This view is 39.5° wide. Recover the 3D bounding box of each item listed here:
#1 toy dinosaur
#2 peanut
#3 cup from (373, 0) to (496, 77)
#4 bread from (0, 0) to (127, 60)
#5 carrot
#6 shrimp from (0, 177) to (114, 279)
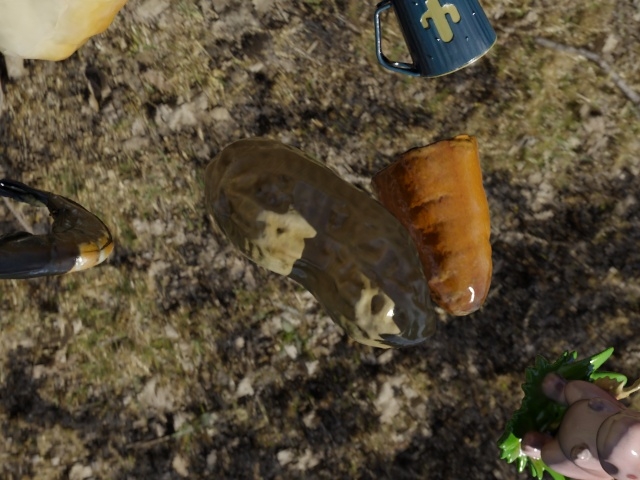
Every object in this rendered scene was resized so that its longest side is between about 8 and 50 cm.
[{"bbox_3d":[0.274,0.172,0.826,0.194,0.177,0.152,40,75,-36],"label":"toy dinosaur"},{"bbox_3d":[0.000,0.000,0.992,0.153,0.325,0.140,-9,135,-58],"label":"peanut"},{"bbox_3d":[0.154,-0.334,1.329,0.176,0.131,0.155,-23,115,11],"label":"cup"},{"bbox_3d":[-0.108,-0.340,0.411,0.279,0.371,0.390,34,120,-28],"label":"bread"},{"bbox_3d":[0.170,-0.012,1.192,0.159,0.225,0.159,-16,163,-5],"label":"carrot"},{"bbox_3d":[-0.400,-0.014,1.124,0.261,0.198,0.051,-13,131,-45],"label":"shrimp"}]
